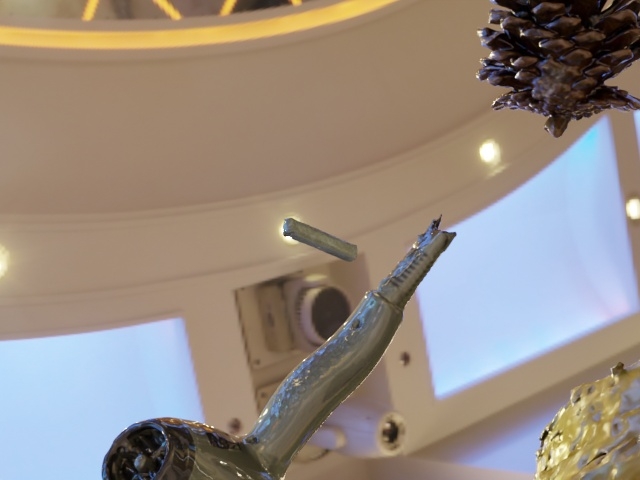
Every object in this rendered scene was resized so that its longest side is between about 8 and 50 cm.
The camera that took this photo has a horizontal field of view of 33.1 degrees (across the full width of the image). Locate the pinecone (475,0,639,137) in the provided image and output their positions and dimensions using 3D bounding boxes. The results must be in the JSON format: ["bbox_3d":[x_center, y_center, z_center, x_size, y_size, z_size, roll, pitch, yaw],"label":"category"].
[{"bbox_3d":[0.259,-0.223,1.130,0.186,0.168,0.212,0,-64,-3],"label":"pinecone"}]

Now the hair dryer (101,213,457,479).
[{"bbox_3d":[0.008,0.140,0.690,0.267,0.092,0.229,-34,-47,-20],"label":"hair dryer"}]

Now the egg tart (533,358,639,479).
[{"bbox_3d":[0.268,0.169,0.766,0.345,0.345,0.132,20,-145,-38],"label":"egg tart"}]

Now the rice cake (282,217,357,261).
[{"bbox_3d":[0.000,0.000,1.354,0.121,0.022,0.022,23,-122,-39],"label":"rice cake"}]
